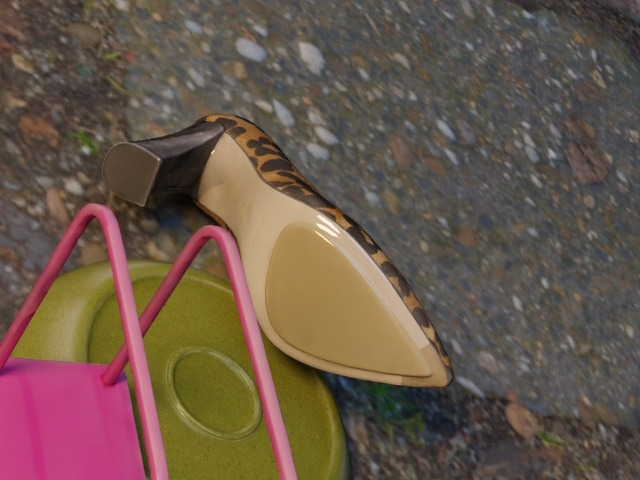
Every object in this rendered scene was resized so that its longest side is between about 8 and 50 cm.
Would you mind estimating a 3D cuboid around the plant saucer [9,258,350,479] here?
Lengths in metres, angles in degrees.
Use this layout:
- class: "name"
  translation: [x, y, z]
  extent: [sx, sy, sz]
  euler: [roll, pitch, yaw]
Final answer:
- class: "plant saucer"
  translation: [-0.072, 0.100, 0.937]
  extent: [0.241, 0.037, 0.241]
  euler: [26, 40, -24]

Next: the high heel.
- class: "high heel"
  translation: [0.000, 0.000, 1.020]
  extent: [0.261, 0.093, 0.186]
  euler: [35, 18, 12]

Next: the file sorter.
- class: "file sorter"
  translation: [-0.180, 0.090, 0.688]
  extent: [0.290, 0.182, 0.202]
  euler: [7, 48, -29]
